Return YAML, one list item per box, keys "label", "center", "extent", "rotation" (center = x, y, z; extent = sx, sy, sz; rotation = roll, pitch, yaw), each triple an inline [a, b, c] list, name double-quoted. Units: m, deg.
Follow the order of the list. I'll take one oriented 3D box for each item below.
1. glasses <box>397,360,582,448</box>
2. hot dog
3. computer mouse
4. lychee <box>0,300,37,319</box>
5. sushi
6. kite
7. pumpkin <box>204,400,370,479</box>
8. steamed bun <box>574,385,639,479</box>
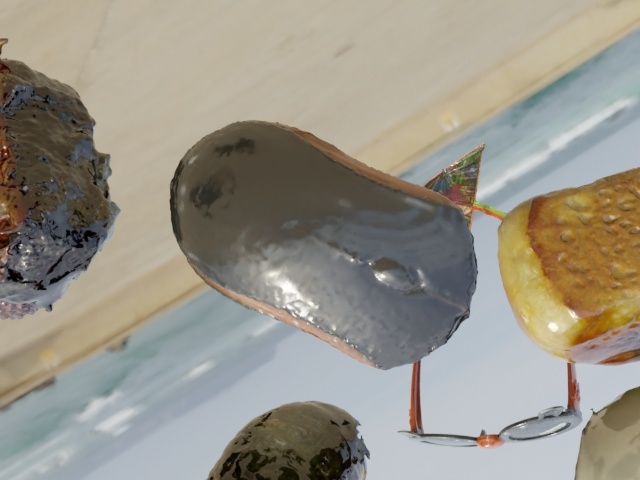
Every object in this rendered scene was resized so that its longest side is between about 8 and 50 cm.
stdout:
- label: "glasses"
  center: [0.215, 0.140, 1.503]
  extent: [0.234, 0.268, 0.118]
  rotation: [-16, 152, 31]
- label: "hot dog"
  center: [0.403, 0.023, 1.386]
  extent: [0.405, 0.185, 0.223]
  rotation: [-15, 155, -7]
- label: "computer mouse"
  center: [-0.001, 0.000, 1.119]
  extent: [0.116, 0.323, 0.183]
  rotation: [0, 114, -81]
- label: "lychee"
  center: [-0.467, 0.039, 1.748]
  extent: [0.188, 0.188, 0.188]
  rotation: [-32, 177, -2]
- label: "sushi"
  center: [-0.369, -0.091, 1.400]
  extent: [0.196, 0.343, 0.182]
  rotation: [-33, 146, 16]
- label: "kite"
  center: [0.209, -0.055, 1.728]
  extent: [0.159, 0.190, 0.010]
  rotation: [11, -169, 26]
- label: "pumpkin"
  center: [-0.064, 0.372, 1.592]
  extent: [0.320, 0.192, 0.320]
  rotation: [-55, 169, -15]
- label: "steamed bun"
  center: [0.430, 0.297, 1.224]
  extent: [0.309, 0.309, 0.309]
  rotation: [-32, 177, -2]
